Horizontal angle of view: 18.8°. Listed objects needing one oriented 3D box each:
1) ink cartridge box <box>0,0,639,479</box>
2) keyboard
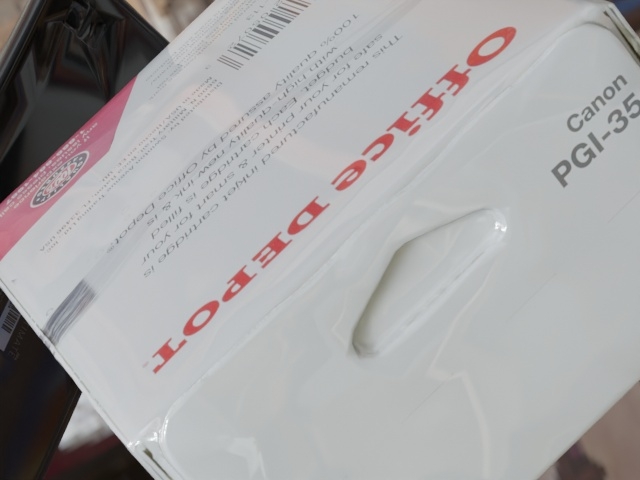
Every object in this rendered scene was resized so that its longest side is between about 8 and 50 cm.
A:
[{"bbox_3d":[0.000,0.000,0.726,0.207,0.117,0.283,-43,24,-6],"label":"ink cartridge box"},{"bbox_3d":[-0.169,0.004,0.868,0.033,0.201,0.317,-1,58,40],"label":"keyboard"}]
